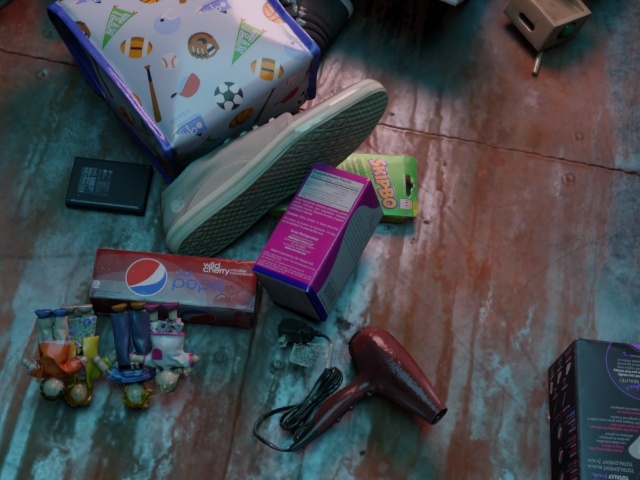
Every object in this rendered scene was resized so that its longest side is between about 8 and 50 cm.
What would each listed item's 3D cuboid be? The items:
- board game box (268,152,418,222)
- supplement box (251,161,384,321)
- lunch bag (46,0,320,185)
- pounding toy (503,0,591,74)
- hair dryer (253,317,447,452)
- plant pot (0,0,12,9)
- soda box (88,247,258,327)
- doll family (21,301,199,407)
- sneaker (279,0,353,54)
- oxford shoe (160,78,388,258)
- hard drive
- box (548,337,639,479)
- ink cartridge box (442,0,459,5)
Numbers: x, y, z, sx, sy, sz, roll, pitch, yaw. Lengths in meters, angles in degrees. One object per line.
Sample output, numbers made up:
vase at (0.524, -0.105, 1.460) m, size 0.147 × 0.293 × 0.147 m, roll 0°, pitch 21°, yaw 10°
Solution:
board game box at (0.040, -0.096, 1.753) m, size 0.260 × 0.039 × 0.124 m, roll 2°, pitch 65°, yaw -1°
supplement box at (0.000, 0.000, 1.618) m, size 0.114 × 0.111 × 0.220 m, roll 20°, pitch 67°, yaw 26°
lunch bag at (-0.239, -0.338, 1.736) m, size 0.328 × 0.239 × 0.385 m, roll -36°, pitch 79°, yaw -15°
pounding toy at (0.433, -0.417, 1.925) m, size 0.130 × 0.100 × 0.141 m, roll -25°, pitch 70°, yaw -31°
hair dryer at (0.055, 0.241, 1.571) m, size 0.294 × 0.080 × 0.223 m, roll 4°, pitch 65°, yaw 13°
plant pot at (-0.603, -0.589, 1.845) m, size 0.263 × 0.263 × 0.229 m, roll 27°, pitch 48°, yaw 8°
soda box at (-0.233, 0.078, 1.615) m, size 0.263 × 0.083 × 0.092 m, roll 6°, pitch 64°, yaw -3°
doll family at (-0.318, 0.179, 1.533) m, size 0.263 × 0.118 × 0.163 m, roll -3°, pitch 92°, yaw -7°
sneaker at (-0.079, -0.448, 1.833) m, size 0.296 × 0.105 × 0.146 m, roll 31°, pitch 63°, yaw -23°
oxford shoe at (-0.088, -0.140, 1.660) m, size 0.449 × 0.169 × 0.130 m, roll -36°, pitch 62°, yaw 0°
hard drive at (-0.364, -0.094, 1.723) m, size 0.135 × 0.022 × 0.094 m, roll 6°, pitch 63°, yaw -1°
box at (0.449, 0.304, 1.527) m, size 0.165 × 0.143 × 0.270 m, roll 7°, pitch 64°, yaw -2°
ink cartridge box at (0.124, -0.592, 1.861) m, size 0.395 × 0.166 × 0.285 m, roll 24°, pitch 23°, yaw 7°
